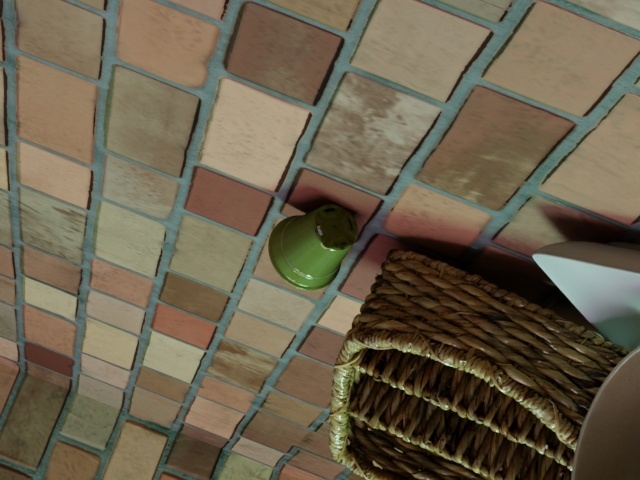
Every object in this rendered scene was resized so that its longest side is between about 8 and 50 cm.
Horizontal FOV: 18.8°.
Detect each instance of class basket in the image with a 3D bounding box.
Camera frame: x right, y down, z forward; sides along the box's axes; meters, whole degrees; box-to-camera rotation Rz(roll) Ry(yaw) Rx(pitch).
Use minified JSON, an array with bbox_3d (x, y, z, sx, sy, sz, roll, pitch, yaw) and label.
[{"bbox_3d":[0.160,0.170,1.974,0.299,0.223,0.213,25,170,19],"label":"basket"}]

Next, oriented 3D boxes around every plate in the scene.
[{"bbox_3d":[0.369,0.071,1.799,0.278,0.045,0.277,10,161,33],"label":"plate"}]

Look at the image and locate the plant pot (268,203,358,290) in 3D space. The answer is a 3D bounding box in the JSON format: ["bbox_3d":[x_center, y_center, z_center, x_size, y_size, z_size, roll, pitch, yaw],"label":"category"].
[{"bbox_3d":[0.000,0.000,1.981,0.083,0.083,0.079,25,151,-16],"label":"plant pot"}]

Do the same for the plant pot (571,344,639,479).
[{"bbox_3d":[0.395,0.235,1.785,0.191,0.284,0.284,12,171,-34],"label":"plant pot"}]
